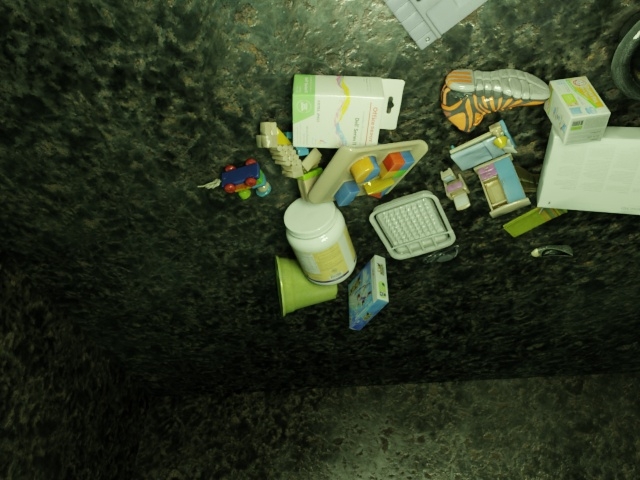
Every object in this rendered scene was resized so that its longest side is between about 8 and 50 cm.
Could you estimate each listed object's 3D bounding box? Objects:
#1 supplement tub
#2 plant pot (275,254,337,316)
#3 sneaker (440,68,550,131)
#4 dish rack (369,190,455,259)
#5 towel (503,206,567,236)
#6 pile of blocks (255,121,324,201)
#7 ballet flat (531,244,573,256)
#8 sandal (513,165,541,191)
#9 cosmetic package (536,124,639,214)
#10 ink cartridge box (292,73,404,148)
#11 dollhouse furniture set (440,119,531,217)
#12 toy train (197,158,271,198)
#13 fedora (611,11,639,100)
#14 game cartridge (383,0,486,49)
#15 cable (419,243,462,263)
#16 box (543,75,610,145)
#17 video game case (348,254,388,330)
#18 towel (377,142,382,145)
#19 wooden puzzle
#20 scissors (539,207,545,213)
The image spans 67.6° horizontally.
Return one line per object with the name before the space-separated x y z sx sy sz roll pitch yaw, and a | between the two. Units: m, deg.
supplement tub | 0.000 0.000 1.930 0.241 0.241 0.331 -9 137 12
plant pot | -0.063 0.189 2.161 0.253 0.276 0.276 -6 140 -8
sneaker | 0.543 -0.439 1.522 0.321 0.125 0.180 9 144 7
dish rack | 0.379 -0.068 1.971 0.285 0.072 0.333 -17 136 21
towel | 0.885 -0.088 1.974 0.102 0.021 0.237 34 130 -31
pile of blocks | -0.098 -0.295 1.718 0.112 0.149 0.362 20 154 55
ballet flat | 1.022 0.051 2.108 0.173 0.049 0.057 -6 138 9
sandal | 0.770 -0.221 1.795 0.219 0.090 0.060 6 161 -16
cosmetic package | 0.947 -0.233 1.594 0.377 0.097 0.284 6 130 15
ink cartridge box | 0.089 -0.411 1.547 0.353 0.119 0.207 1 140 -1
dollhouse furniture set | 0.543 -0.215 1.634 0.286 0.198 0.303 -23 153 25
toy train | -0.321 -0.206 1.820 0.248 0.105 0.143 -14 150 16
fedora | 0.966 -0.554 1.335 0.334 0.153 0.334 -2 140 -2
game cartridge | 0.350 -0.700 1.259 0.355 0.068 0.230 -31 134 31
cable | 0.513 0.051 2.062 0.184 0.150 0.047 -19 105 27
box | 0.785 -0.403 1.476 0.114 0.203 0.103 -7 139 6
video game case | 0.213 0.242 2.200 0.061 0.244 0.269 19 136 -17
towel | 0.194 -0.322 1.716 0.119 0.029 0.067 18 137 -18
wooden puzzle | 0.168 -0.219 1.667 0.347 0.081 0.322 -9 157 -29
scissors | 0.872 -0.220 1.741 0.109 0.021 0.297 0 130 -46
